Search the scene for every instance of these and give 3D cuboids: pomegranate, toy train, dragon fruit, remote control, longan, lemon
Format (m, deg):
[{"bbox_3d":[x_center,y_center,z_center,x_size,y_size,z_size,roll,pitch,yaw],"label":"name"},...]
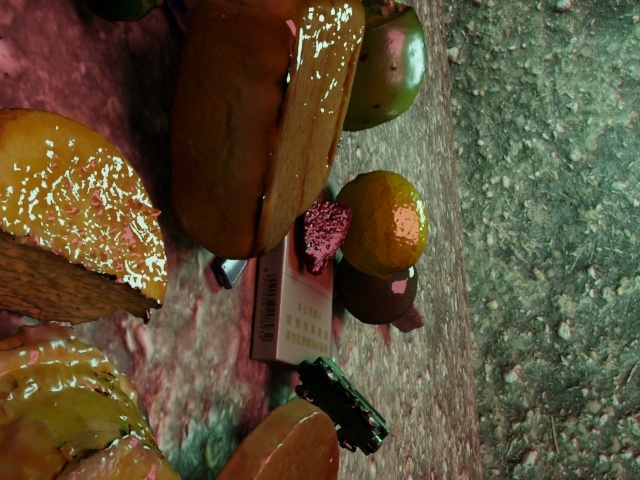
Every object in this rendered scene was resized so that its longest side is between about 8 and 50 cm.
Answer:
[{"bbox_3d":[0.038,-0.299,1.005,0.341,0.260,0.260,-45,132,-24],"label":"pomegranate"},{"bbox_3d":[0.034,0.248,0.870,0.170,0.071,0.111,44,4,23],"label":"toy train"},{"bbox_3d":[-0.002,0.000,0.950,0.097,0.063,0.131,13,69,-31],"label":"dragon fruit"},{"bbox_3d":[-0.112,0.007,0.838,0.152,0.027,0.044,-63,145,-49],"label":"remote control"},{"bbox_3d":[0.116,0.079,1.170,0.167,0.167,0.187,34,71,-61],"label":"longan"},{"bbox_3d":[0.108,-0.031,1.044,0.180,0.180,0.193,48,54,-54],"label":"lemon"}]

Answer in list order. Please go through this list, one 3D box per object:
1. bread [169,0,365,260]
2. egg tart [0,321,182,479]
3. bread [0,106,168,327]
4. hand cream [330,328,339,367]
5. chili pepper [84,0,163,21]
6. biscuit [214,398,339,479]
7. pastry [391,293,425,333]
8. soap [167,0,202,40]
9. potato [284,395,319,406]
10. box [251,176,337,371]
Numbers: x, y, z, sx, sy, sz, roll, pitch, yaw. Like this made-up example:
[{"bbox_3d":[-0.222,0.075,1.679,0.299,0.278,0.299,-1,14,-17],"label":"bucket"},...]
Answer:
[{"bbox_3d":[-0.067,-0.169,0.744,0.328,0.148,0.337,-55,162,-56],"label":"bread"},{"bbox_3d":[-0.202,0.239,0.436,0.341,0.132,0.342,-4,90,-68],"label":"egg tart"},{"bbox_3d":[-0.218,-0.020,0.444,0.229,0.143,0.140,47,43,-58],"label":"bread"},{"bbox_3d":[0.015,0.240,1.057,0.194,0.042,0.067,-82,154,-55],"label":"hand cream"},{"bbox_3d":[-0.241,-0.286,0.524,0.270,0.099,0.136,11,50,-60],"label":"chili pepper"},{"bbox_3d":[-0.077,0.401,0.696,0.385,0.062,0.365,-53,142,-44],"label":"biscuit"},{"bbox_3d":[0.187,0.130,1.416,0.265,0.102,0.112,55,29,-52],"label":"pastry"},{"bbox_3d":[-0.125,-0.385,0.810,0.273,0.098,0.218,-57,136,-56],"label":"soap"},{"bbox_3d":[-0.012,0.326,0.925,0.120,0.081,0.149,-13,97,-65],"label":"potato"},{"bbox_3d":[-0.035,0.033,0.977,0.204,0.051,0.365,37,51,-59],"label":"box"}]
